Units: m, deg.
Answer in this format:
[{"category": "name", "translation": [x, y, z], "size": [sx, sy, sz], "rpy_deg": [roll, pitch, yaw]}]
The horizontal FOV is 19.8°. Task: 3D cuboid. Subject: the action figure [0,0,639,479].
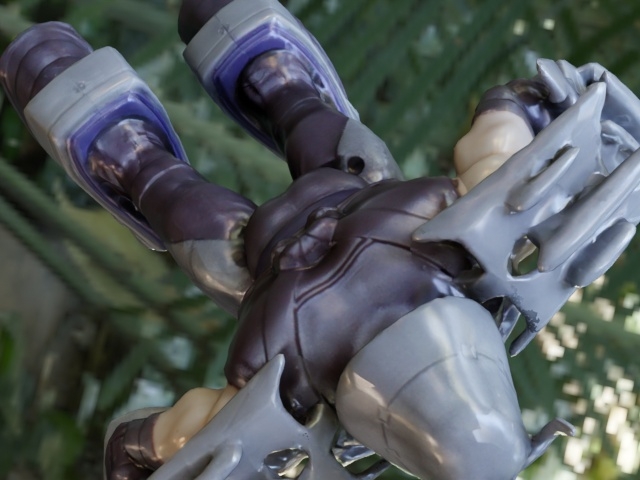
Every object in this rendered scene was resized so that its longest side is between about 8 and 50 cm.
[{"category": "action figure", "translation": [0.000, 0.000, 0.527], "size": [0.099, 0.185, 0.285], "rpy_deg": [60, -5, -32]}]
